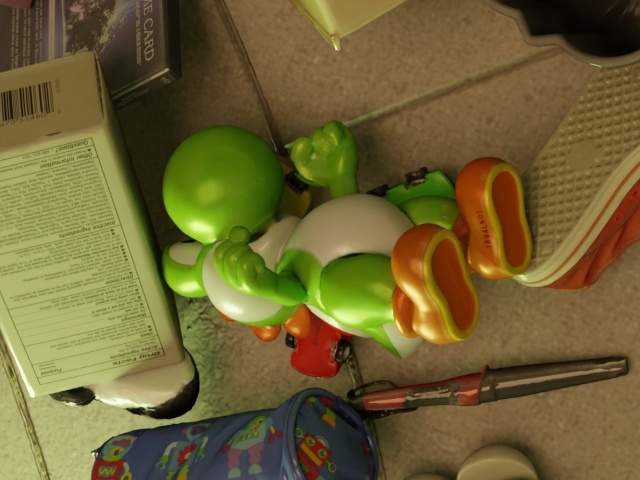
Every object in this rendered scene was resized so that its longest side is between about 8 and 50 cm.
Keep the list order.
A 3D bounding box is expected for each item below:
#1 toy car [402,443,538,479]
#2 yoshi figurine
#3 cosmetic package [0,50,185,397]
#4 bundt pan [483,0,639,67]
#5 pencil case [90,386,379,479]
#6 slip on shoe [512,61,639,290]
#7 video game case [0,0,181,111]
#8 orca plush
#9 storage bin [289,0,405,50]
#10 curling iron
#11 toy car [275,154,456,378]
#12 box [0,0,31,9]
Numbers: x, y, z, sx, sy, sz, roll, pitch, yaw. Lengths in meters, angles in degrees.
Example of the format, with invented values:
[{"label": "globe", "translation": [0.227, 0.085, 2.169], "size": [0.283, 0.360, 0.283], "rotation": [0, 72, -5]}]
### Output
[{"label": "toy car", "translation": [0.146, 0.291, 1.526], "size": [0.182, 0.159, 0.136], "rotation": [-27, 125, 27]}, {"label": "yoshi figurine", "translation": [-0.014, -0.019, 1.422], "size": [0.362, 0.203, 0.203], "rotation": [0, 75, 42]}, {"label": "cosmetic package", "translation": [-0.237, -0.008, 1.521], "size": [0.160, 0.113, 0.309], "rotation": [-13, 135, -2]}, {"label": "bundt pan", "translation": [0.267, -0.293, 1.302], "size": [0.331, 0.124, 0.331], "rotation": [-1, 89, 32]}, {"label": "pencil case", "translation": [-0.087, 0.219, 1.576], "size": [0.306, 0.133, 0.119], "rotation": [-18, 130, 40]}, {"label": "slip on shoe", "translation": [0.278, -0.089, 1.392], "size": [0.331, 0.101, 0.123], "rotation": [-52, 47, 14]}, {"label": "video game case", "translation": [-0.248, -0.182, 1.587], "size": [0.274, 0.026, 0.196], "rotation": [-23, 54, 26]}, {"label": "orca plush", "translation": [-0.237, 0.130, 1.679], "size": [0.287, 0.151, 0.102], "rotation": [9, 137, 20]}, {"label": "storage bin", "translation": [-0.031, -0.330, 1.334], "size": [0.123, 0.260, 0.262], "rotation": [-33, 131, -5]}, {"label": "curling iron", "translation": [0.148, 0.131, 1.526], "size": [0.274, 0.068, 0.035], "rotation": [-12, 95, 22]}, {"label": "toy car", "translation": [0.036, -0.009, 1.543], "size": [0.225, 0.053, 0.239], "rotation": [-21, 93, 27]}, {"label": "box", "translation": [-0.377, -0.364, 1.596], "size": [0.243, 0.117, 0.213], "rotation": [21, 99, 20]}]
